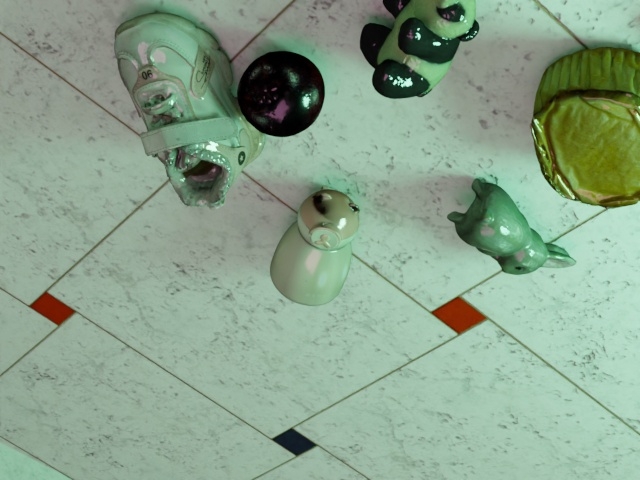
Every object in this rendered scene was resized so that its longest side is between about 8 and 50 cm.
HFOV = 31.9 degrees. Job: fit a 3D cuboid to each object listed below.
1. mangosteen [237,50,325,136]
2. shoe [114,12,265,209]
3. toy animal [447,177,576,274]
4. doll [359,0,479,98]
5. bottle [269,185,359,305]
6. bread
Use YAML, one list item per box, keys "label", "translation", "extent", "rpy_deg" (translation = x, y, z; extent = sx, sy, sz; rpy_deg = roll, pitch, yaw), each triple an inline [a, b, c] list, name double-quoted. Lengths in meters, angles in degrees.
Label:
- label: "mangosteen"
  translation: [-0.063, -0.246, 1.893]
  extent: [0.152, 0.152, 0.152]
  rpy_deg: [9, 136, 9]
- label: "shoe"
  translation: [-0.230, -0.219, 1.921]
  extent: [0.172, 0.198, 0.351]
  rpy_deg: [-20, 127, 31]
- label: "toy animal"
  translation: [0.351, 0.004, 2.021]
  extent: [0.251, 0.127, 0.125]
  rpy_deg: [35, 132, -23]
- label: "doll"
  translation: [0.155, -0.322, 1.749]
  extent: [0.135, 0.143, 0.234]
  rpy_deg: [4, 140, -21]
- label: "bottle"
  translation: [0.000, 0.000, 2.111]
  extent: [0.147, 0.147, 0.236]
  rpy_deg: [20, 134, -2]
- label: "bread"
  translation: [0.453, -0.178, 1.790]
  extent: [0.227, 0.142, 0.253]
  rpy_deg: [-3, 136, 19]
